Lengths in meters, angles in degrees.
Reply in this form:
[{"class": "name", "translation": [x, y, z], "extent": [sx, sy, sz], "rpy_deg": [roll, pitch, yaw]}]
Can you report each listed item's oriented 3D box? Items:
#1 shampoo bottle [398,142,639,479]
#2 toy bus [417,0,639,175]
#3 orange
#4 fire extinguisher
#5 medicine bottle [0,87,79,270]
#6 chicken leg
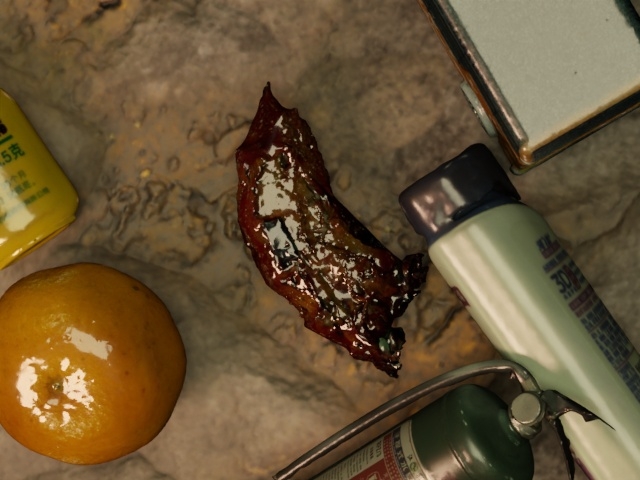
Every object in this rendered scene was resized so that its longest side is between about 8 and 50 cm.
[{"class": "shampoo bottle", "translation": [0.193, 0.091, 1.461], "extent": [0.078, 0.134, 0.359], "rpy_deg": [-37, 87, 24]}, {"class": "toy bus", "translation": [0.130, -0.196, 1.443], "extent": [0.138, 0.167, 0.275], "rpy_deg": [-30, 89, 2]}, {"class": "orange", "translation": [-0.174, 0.088, 1.478], "extent": [0.154, 0.134, 0.155], "rpy_deg": [5, 111, 13]}, {"class": "fire extinguisher", "translation": [0.073, 0.170, 1.431], "extent": [0.294, 0.093, 0.118], "rpy_deg": [-35, 69, 24]}, {"class": "medicine bottle", "translation": [-0.285, -0.104, 1.506], "extent": [0.095, 0.064, 0.260], "rpy_deg": [-34, 89, 2]}, {"class": "chicken leg", "translation": [0.000, 0.000, 1.499], "extent": [0.105, 0.063, 0.234], "rpy_deg": [-40, 88, -3]}]
